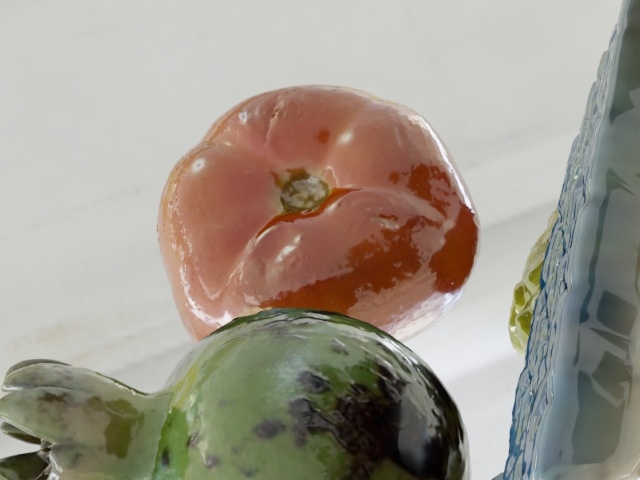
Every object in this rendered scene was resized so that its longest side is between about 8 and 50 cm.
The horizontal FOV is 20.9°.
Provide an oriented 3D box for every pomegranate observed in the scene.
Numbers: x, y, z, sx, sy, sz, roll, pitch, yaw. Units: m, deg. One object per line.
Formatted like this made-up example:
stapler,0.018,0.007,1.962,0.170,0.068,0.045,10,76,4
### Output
pomegranate,-0.054,0.148,1.141,0.305,0.242,0.242,11,-132,14

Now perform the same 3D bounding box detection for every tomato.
tomato,-0.002,-0.003,1.384,0.259,0.180,0.260,-5,-122,8

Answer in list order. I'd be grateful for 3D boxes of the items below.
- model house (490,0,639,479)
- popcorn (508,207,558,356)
model house,0.303,0.057,0.934,0.445,0.400,0.395,34,-129,-30
popcorn,0.274,0.034,1.366,0.250,0.235,0.242,-4,-171,-8
